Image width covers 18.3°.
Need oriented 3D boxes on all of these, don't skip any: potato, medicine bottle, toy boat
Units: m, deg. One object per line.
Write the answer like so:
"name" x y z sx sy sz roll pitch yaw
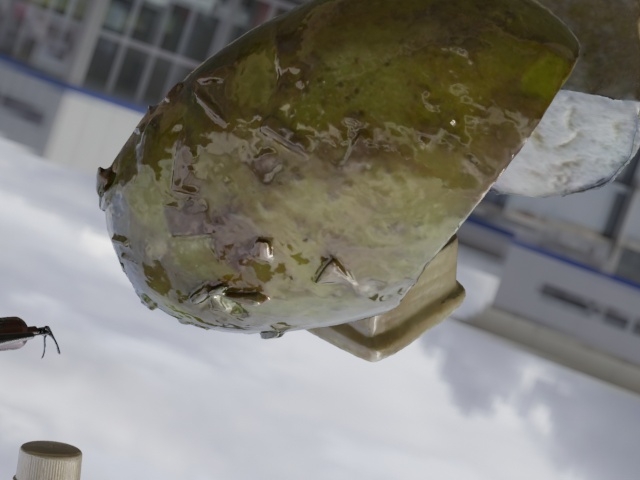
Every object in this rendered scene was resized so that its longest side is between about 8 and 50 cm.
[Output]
"potato" 0.279 -0.194 2.158 0.211 0.264 0.189 7 148 19
"medicine bottle" -0.293 0.336 2.068 0.114 0.252 0.114 7 -172 -1
"potato" 0.011 -0.045 1.121 0.176 0.298 0.141 54 -156 -22
"toy boat" 0.000 0.000 1.338 0.188 0.061 0.116 28 -141 31

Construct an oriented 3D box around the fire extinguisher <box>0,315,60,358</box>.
"fire extinguisher" -0.233 0.068 1.434 0.100 0.032 0.046 -4 164 -25
